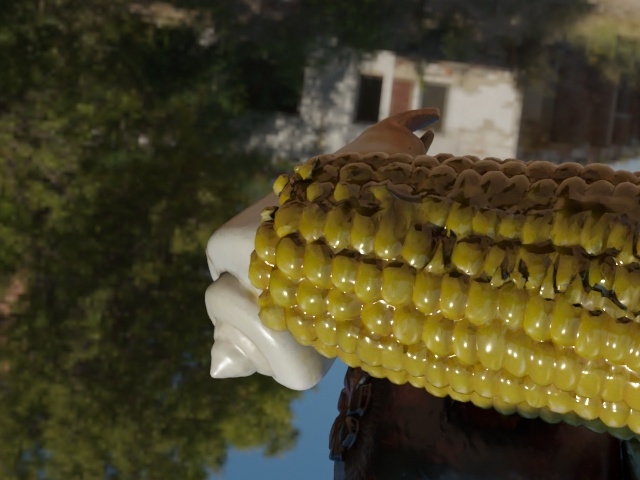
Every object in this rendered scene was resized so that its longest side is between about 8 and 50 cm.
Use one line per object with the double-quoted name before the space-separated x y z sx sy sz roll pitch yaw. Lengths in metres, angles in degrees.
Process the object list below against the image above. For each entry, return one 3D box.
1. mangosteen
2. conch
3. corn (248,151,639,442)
"mangosteen" 0.103 0.113 0.667 0.199 0.200 0.200 6 -172 -1
"conch" -0.011 -0.004 0.966 0.127 0.255 0.158 25 156 13
"corn" 0.129 0.025 0.484 0.317 0.115 0.115 6 -173 15
